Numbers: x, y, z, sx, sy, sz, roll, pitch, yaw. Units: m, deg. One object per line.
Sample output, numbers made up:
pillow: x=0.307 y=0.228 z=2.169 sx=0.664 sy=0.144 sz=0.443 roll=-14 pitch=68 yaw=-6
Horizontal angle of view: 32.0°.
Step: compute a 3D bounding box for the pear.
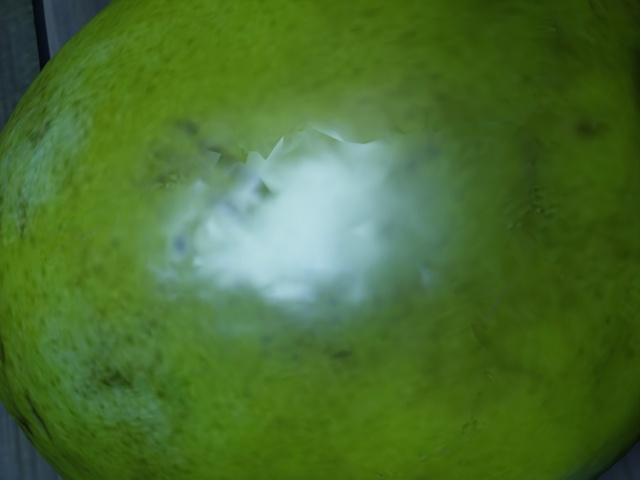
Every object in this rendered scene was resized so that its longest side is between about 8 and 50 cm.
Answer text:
pear: x=0.000 y=0.000 z=0.437 sx=0.307 sy=0.253 sz=0.253 roll=-7 pitch=63 yaw=33
